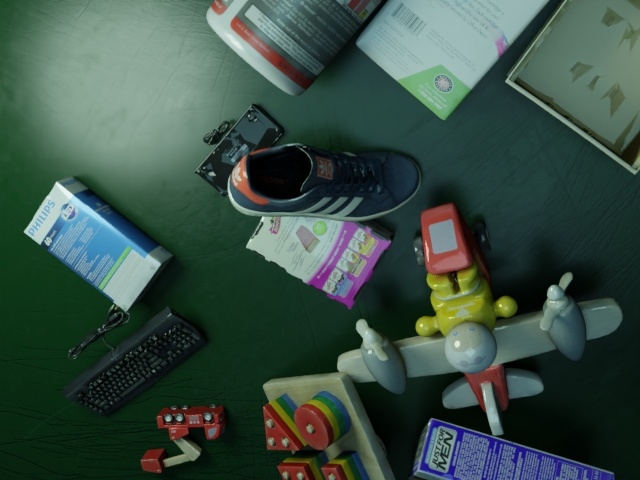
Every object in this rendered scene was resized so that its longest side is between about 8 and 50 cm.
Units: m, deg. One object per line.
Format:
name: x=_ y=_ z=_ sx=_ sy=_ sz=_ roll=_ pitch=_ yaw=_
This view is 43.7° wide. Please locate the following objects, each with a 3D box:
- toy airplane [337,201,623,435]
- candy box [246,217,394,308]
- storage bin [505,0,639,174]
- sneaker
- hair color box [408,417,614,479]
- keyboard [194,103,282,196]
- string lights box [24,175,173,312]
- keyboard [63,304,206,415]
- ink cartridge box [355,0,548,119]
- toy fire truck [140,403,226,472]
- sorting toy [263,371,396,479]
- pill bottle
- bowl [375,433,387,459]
toy airplane: x=0.266 y=0.176 z=1.402 sx=0.384 sy=0.272 sz=0.386 roll=31 pitch=108 yaw=2
candy box: x=0.000 y=0.000 z=1.512 sx=0.233 sy=0.071 sz=0.159 roll=31 pitch=106 yaw=1
storage bin: x=0.490 y=-0.298 z=1.320 sx=0.262 sy=0.123 sz=0.260 roll=36 pitch=108 yaw=1
sneaker: x=0.016 y=-0.109 z=1.393 sx=0.350 sy=0.148 sz=0.131 roll=-7 pitch=74 yaw=-10
hair color box: x=0.344 y=0.440 z=1.490 sx=0.339 sy=0.185 sz=0.110 roll=17 pitch=70 yaw=7
keyboard: x=-0.166 y=-0.180 z=1.524 sx=0.108 sy=0.023 sz=0.180 roll=41 pitch=107 yaw=-8
string lights box: x=-0.441 y=0.006 z=1.592 sx=0.260 sy=0.077 sz=0.133 roll=39 pitch=107 yaw=-1
keyboard: x=-0.404 y=0.238 z=1.626 sx=0.317 sy=0.033 sz=0.201 roll=-38 pitch=122 yaw=17
ink cartridge box: x=0.250 y=-0.405 z=1.339 sx=0.207 sy=0.119 sz=0.353 roll=41 pitch=107 yaw=-2
toy fire truck: x=-0.287 y=0.417 z=1.682 sx=0.192 sy=0.047 sz=0.135 roll=-4 pitch=103 yaw=11
sorting toy: x=-0.007 y=0.392 z=1.525 sx=0.257 sy=0.089 sz=0.255 roll=-18 pitch=97 yaw=51
pill bottle: x=0.003 y=-0.434 z=1.297 sx=0.210 sy=0.210 sz=0.363 roll=42 pitch=102 yaw=-2
bowl: x=0.078 y=0.428 z=1.587 sx=0.170 sy=0.080 sz=0.170 roll=24 pitch=127 yaw=37
